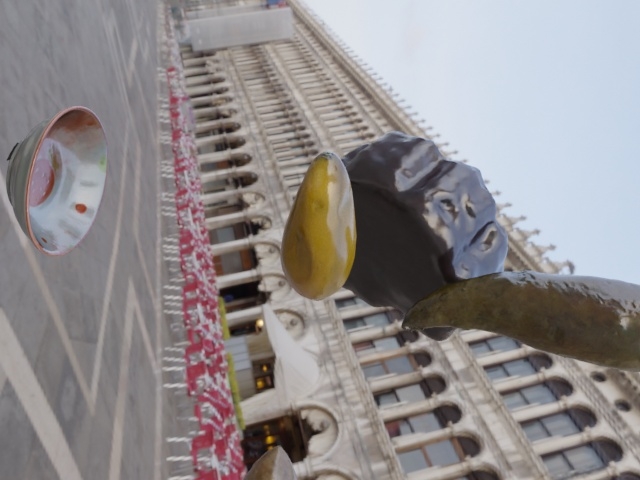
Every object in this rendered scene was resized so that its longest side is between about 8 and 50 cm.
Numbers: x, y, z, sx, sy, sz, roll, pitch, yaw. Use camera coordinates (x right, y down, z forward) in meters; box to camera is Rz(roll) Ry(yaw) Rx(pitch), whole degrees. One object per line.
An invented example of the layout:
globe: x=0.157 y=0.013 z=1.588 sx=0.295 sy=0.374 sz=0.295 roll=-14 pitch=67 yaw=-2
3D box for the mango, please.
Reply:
mango: x=0.000 y=0.000 z=0.556 sx=0.190 sy=0.075 sz=0.098 roll=102 pitch=-9 yaw=-58

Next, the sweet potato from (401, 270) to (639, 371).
sweet potato: x=0.330 y=0.110 z=0.833 sx=0.130 sy=0.422 sz=0.131 roll=5 pitch=90 yaw=-77

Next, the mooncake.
mooncake: x=0.159 y=-0.017 z=1.074 sx=0.381 sy=0.212 sz=0.351 roll=39 pitch=-28 yaw=19

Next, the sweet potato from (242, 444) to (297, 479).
sweet potato: x=-0.078 y=0.304 z=0.349 sx=0.342 sy=0.114 sz=0.092 roll=-58 pitch=166 yaw=-20

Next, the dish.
dish: x=-0.464 y=-0.108 z=0.989 sx=0.260 sy=0.085 sz=0.261 roll=12 pitch=90 yaw=-86
